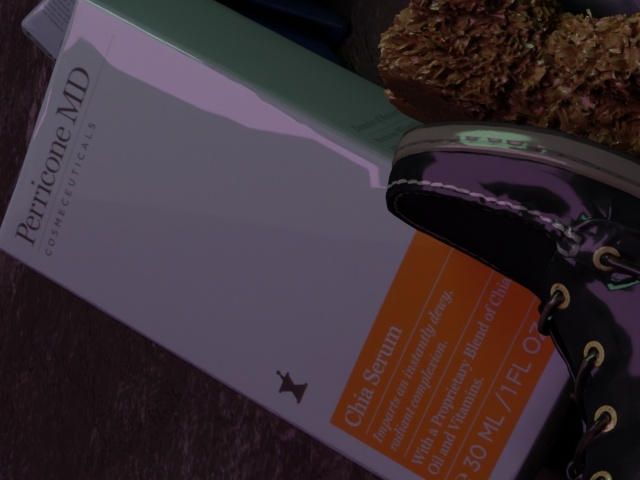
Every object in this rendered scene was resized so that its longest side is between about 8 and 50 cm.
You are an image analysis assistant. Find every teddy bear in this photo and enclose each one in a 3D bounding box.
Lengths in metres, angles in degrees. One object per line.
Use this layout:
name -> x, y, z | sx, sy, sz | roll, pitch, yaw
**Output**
teddy bear -> 0.206, -0.084, 0.945 | 0.338, 0.245, 0.113 | 23, 79, 30

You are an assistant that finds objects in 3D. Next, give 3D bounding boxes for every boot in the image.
boot -> 0.167, 0.109, 0.861 | 0.377, 0.138, 0.284 | 24, 77, 13

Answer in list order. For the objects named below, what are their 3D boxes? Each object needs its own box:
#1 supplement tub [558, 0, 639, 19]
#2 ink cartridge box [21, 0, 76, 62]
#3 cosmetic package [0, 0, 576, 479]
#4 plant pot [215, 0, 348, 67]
supplement tub -> 0.176, -0.251, 1.080 | 0.316, 0.194, 0.193 | 22, 102, 54
ink cartridge box -> -0.119, -0.347, 1.436 | 0.330, 0.071, 0.324 | -36, 16, 30
cosmetic package -> 0.000, 0.000, 1.121 | 0.453, 0.161, 0.230 | 29, 112, 15
plant pot -> -0.103, -0.128, 1.423 | 0.236, 0.236, 0.212 | -34, 52, 47
